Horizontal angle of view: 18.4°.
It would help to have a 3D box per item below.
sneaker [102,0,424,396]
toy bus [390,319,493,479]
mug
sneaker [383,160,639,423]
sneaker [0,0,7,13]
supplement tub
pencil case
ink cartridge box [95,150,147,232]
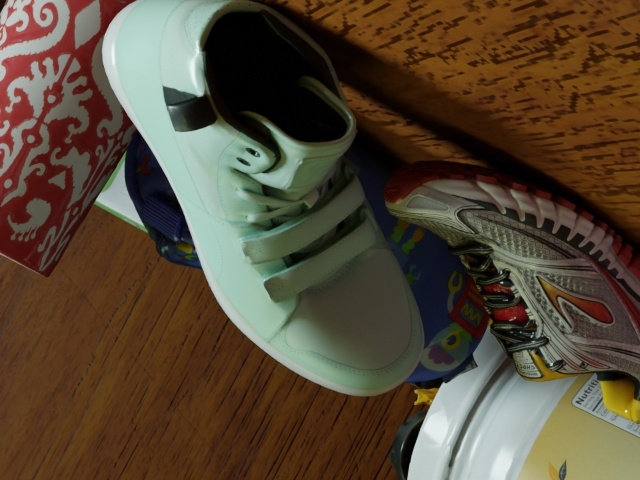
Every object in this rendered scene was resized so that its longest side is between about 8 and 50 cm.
[{"bbox_3d":[-0.011,-0.014,1.014,0.256,0.094,0.151,55,164,-17],"label":"sneaker"},{"bbox_3d":[0.183,0.147,1.729,0.211,0.220,0.149,-6,-170,-24],"label":"toy bus"},{"bbox_3d":[-0.154,-0.069,1.172,0.113,0.169,0.150,26,175,19],"label":"mug"},{"bbox_3d":[0.124,0.028,1.078,0.225,0.093,0.088,32,176,-23],"label":"sneaker"},{"bbox_3d":[-0.187,-0.139,1.440,0.065,0.061,0.158,-12,150,38],"label":"sneaker"},{"bbox_3d":[0.242,0.197,1.413,0.316,0.228,0.228,25,175,31],"label":"supplement tub"},{"bbox_3d":[0.000,0.000,1.272,0.119,0.133,0.306,29,176,38],"label":"pencil case"},{"bbox_3d":[-0.104,-0.059,1.380,0.209,0.109,0.062,28,175,2],"label":"ink cartridge box"}]
